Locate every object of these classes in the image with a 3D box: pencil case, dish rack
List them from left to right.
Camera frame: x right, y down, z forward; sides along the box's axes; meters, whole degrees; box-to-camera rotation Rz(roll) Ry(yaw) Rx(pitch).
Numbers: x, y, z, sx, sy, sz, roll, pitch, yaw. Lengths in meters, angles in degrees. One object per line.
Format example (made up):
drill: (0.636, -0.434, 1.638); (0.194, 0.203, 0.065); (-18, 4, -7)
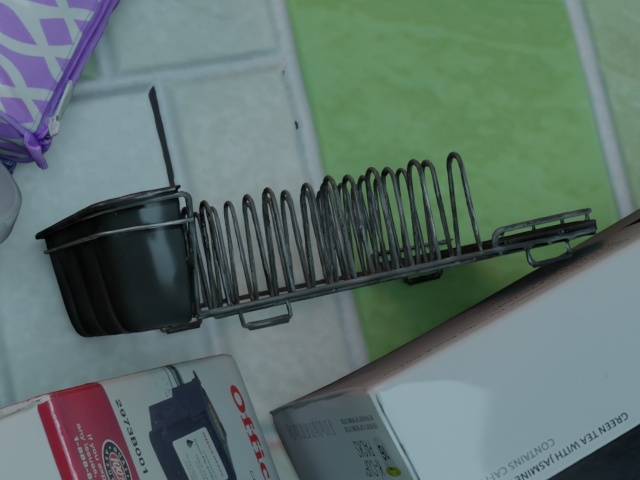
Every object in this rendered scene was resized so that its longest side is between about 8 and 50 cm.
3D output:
pencil case: (-0.145, -0.140, 0.911); (0.088, 0.086, 0.206); (18, 75, 24)
dish rack: (0.000, 0.000, 0.871); (0.271, 0.208, 0.074); (-10, 90, -18)

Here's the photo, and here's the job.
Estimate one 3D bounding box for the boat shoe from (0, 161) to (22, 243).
boat shoe: (-0.286, -0.036, 0.861); (0.258, 0.084, 0.095); (20, 32, -3)

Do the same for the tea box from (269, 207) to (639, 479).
tea box: (0.204, 0.151, 0.887); (0.329, 0.220, 0.323); (-27, 88, -17)

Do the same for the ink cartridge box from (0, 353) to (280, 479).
ink cartridge box: (-0.092, 0.155, 0.789); (0.100, 0.237, 0.172); (-21, 85, 15)
